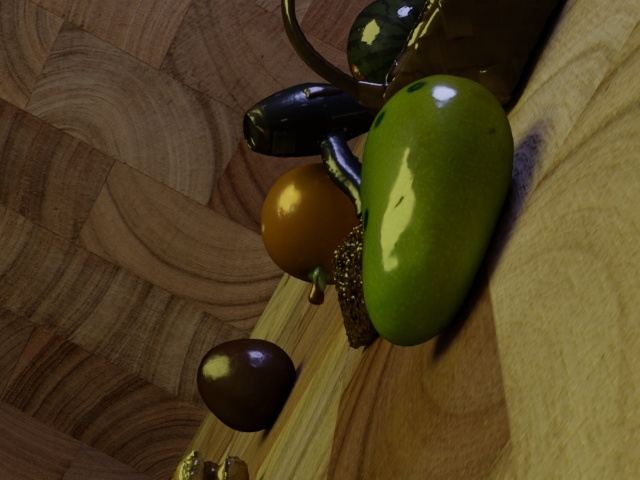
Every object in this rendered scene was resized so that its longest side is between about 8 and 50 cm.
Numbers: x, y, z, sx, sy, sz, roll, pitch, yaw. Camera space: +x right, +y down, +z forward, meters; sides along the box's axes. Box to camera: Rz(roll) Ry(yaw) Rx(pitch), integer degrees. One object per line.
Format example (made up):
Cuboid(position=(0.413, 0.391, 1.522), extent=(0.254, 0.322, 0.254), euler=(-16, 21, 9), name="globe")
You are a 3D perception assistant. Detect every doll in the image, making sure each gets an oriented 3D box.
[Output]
Cuboid(position=(0.000, 0.000, 1.838), extent=(0.213, 0.213, 0.236), euler=(125, 158, -60), name="doll")

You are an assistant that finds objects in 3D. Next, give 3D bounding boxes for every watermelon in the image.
Cuboid(position=(0.147, -0.337, 2.090), extent=(0.212, 0.212, 0.212), euler=(-61, 4, 7), name="watermelon")

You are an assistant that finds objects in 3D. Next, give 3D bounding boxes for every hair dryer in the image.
Cuboid(position=(0.072, -0.105, 1.729), extent=(0.120, 0.304, 0.359), euler=(104, 149, -47), name="hair dryer")

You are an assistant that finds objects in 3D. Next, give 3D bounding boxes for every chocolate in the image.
Cuboid(position=(-0.136, 0.247, 2.075), extent=(0.176, 0.177, 0.177), euler=(-61, 4, 7), name="chocolate")

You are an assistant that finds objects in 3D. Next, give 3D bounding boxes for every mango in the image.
Cuboid(position=(0.104, -0.037, 1.127), extent=(0.175, 0.143, 0.293), euler=(121, 166, -53), name="mango")

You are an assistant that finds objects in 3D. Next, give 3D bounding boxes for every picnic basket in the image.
Cuboid(position=(0.110, -0.295, 1.487), extent=(0.293, 0.337, 0.337), euler=(-63, 4, -16), name="picnic basket")

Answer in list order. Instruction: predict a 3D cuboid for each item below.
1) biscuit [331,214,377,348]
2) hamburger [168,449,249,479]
Cuboid(position=(0.061, 0.039, 1.423), extent=(0.237, 0.026, 0.131), euler=(124, 134, -63), name="biscuit")
Cuboid(position=(-0.193, 0.447, 1.844), extent=(0.131, 0.124, 0.262), euler=(-100, 30, -53), name="hamburger")
